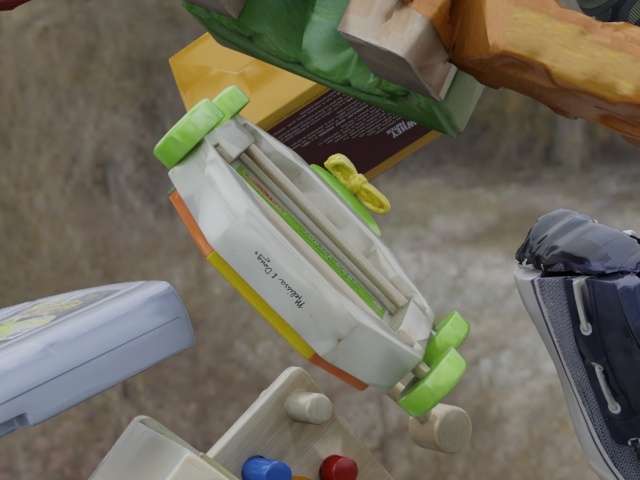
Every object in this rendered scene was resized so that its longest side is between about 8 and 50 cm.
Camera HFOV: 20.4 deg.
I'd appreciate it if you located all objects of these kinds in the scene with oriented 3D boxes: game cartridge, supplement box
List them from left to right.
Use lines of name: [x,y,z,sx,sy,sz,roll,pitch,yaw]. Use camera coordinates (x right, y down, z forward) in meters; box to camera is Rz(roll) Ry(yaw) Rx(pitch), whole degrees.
game cartridge: [-0.228,0.089,1.296,0.196,0.060,0.294,-21,7,-38]
supplement box: [-0.008,-0.145,1.774,0.191,0.129,0.194,-32,-32,18]

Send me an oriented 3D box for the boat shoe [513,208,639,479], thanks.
boat shoe: [0.301,0.130,1.573,0.127,0.340,0.158,-43,27,-19]

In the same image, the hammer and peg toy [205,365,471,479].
hammer and peg toy: [-0.007,0.280,2.105,0.361,0.266,0.127,-47,21,-22]

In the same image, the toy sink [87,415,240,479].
toy sink: [-0.100,0.223,1.294,0.131,0.153,0.234,-54,15,-11]

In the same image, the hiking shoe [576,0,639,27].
hiking shoe: [0.295,-0.251,1.461,0.227,0.114,0.086,-43,32,-9]

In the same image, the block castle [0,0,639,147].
block castle: [0.060,-0.180,0.673,0.453,0.303,0.213,22,-4,17]

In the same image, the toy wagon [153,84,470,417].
toy wagon: [0.000,0.000,1.349,0.068,0.267,0.344,-44,3,11]
